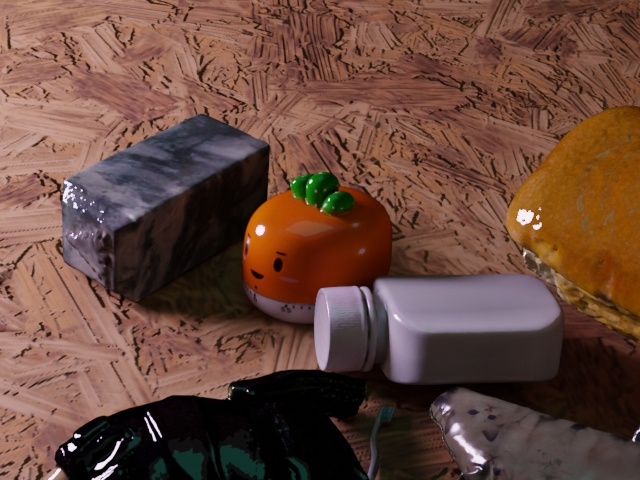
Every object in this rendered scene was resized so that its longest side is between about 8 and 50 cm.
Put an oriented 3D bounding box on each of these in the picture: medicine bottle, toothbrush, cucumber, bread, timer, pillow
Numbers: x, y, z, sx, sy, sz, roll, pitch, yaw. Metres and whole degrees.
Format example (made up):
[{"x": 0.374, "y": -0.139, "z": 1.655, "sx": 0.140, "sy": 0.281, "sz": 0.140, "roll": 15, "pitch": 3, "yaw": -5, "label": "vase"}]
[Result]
[{"x": 0.090, "y": 0.068, "z": 1.038, "sx": 0.183, "sy": 0.069, "sz": 0.119, "roll": 1, "pitch": 21, "yaw": -11, "label": "medicine bottle"}, {"x": 0.036, "y": 0.162, "z": 0.950, "sx": 0.013, "sy": 0.011, "sz": 0.131, "roll": -6, "pitch": 31, "yaw": 19, "label": "toothbrush"}, {"x": -0.014, "y": 0.108, "z": 0.954, "sx": 0.033, "sy": 0.034, "sz": 0.135, "roll": -7, "pitch": -16, "yaw": 37, "label": "cucumber"}, {"x": 0.268, "y": 0.003, "z": 0.989, "sx": 0.245, "sy": 0.121, "sz": 0.174, "roll": 34, "pitch": 58, "yaw": 31, "label": "bread"}, {"x": 0.000, "y": 0.000, "z": 1.085, "sx": 0.136, "sy": 0.136, "sz": 0.099, "roll": -19, "pitch": 47, "yaw": -32, "label": "timer"}, {"x": 0.175, "y": 0.167, "z": 0.922, "sx": 0.241, "sy": 0.051, "sz": 0.093, "roll": 19, "pitch": 40, "yaw": 26, "label": "pillow"}]

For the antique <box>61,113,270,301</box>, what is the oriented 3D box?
[{"x": -0.134, "y": -0.029, "z": 1.131, "sx": 0.086, "sy": 0.088, "sz": 0.183, "roll": 27, "pitch": 39, "yaw": 28, "label": "antique"}]

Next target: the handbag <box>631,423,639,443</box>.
[{"x": 0.367, "y": 0.126, "z": 0.983, "sx": 0.241, "sy": 0.109, "sz": 0.315, "roll": 16, "pitch": 39, "yaw": 16, "label": "handbag"}]

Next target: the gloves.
[{"x": -0.094, "y": 0.163, "z": 0.845, "sx": 0.203, "sy": 0.124, "sz": 0.164, "roll": -5, "pitch": 17, "yaw": -30, "label": "gloves"}]
